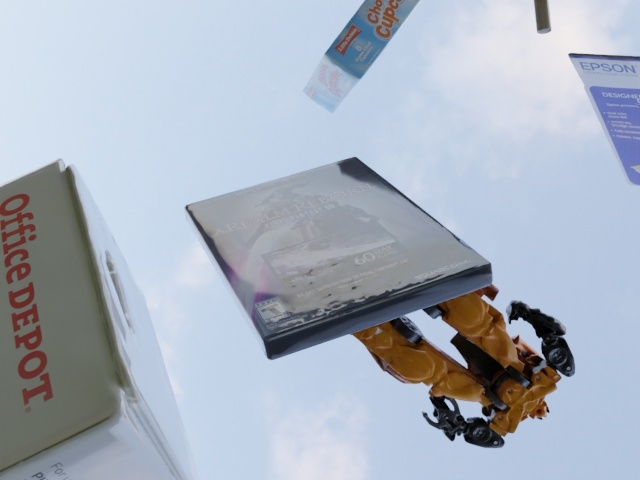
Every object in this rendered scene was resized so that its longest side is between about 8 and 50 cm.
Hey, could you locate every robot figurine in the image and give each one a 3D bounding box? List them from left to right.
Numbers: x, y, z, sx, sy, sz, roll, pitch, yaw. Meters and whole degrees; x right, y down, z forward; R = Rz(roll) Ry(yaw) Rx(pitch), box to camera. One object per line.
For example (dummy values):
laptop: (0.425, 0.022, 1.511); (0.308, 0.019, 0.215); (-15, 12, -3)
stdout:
robot figurine: (0.183, 0.135, 1.049); (0.211, 0.291, 0.085); (-48, -164, 11)

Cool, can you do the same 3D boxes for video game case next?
video game case: (0.000, 0.000, 0.748); (0.196, 0.026, 0.274); (-17, -150, -15)

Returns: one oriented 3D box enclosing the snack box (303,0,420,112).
snack box: (0.103, -0.325, 1.081); (0.060, 0.187, 0.322); (37, -99, -5)

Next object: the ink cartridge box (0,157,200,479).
ink cartridge box: (-0.292, 0.143, 0.542); (0.384, 0.160, 0.279); (-26, -139, -6)

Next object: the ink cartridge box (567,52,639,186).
ink cartridge box: (0.501, -0.151, 1.020); (0.303, 0.307, 0.072); (15, -111, 40)

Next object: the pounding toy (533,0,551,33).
pounding toy: (0.322, -0.348, 0.871); (0.237, 0.110, 0.183); (-29, -108, 59)
